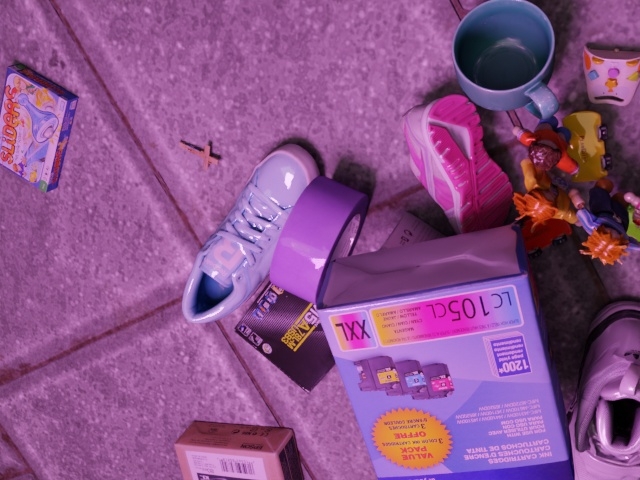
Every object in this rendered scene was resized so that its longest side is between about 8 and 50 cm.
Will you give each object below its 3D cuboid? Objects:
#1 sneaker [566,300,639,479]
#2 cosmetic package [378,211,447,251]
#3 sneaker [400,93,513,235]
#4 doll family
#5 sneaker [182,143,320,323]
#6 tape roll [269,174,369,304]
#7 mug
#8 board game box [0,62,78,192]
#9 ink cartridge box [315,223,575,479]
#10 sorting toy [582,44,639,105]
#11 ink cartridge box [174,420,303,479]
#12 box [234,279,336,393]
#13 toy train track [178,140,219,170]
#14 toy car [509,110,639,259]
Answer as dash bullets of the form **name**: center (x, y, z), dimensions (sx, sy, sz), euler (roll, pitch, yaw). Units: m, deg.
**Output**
- **sneaker**: center (0.422, 0.288, 1.050), dimensions (0.137, 0.210, 0.366), euler (9, 115, 20)
- **cosmetic package**: center (0.133, 0.087, 1.122), dimensions (0.151, 0.151, 0.184), euler (34, 119, 5)
- **sneaker**: center (0.195, -0.103, 1.053), dimensions (0.111, 0.103, 0.252), euler (31, 151, 58)
- **doll family**: center (0.337, -0.042, 0.909), dimensions (0.262, 0.163, 0.118), euler (31, 121, 8)
- **sneaker**: center (-0.121, 0.010, 1.199), dimensions (0.135, 0.150, 0.366), euler (33, 120, 6)
- **tape roll**: center (0.000, 0.000, 1.120), dimensions (0.080, 0.189, 0.189), euler (25, 119, 13)
- **mug**: center (0.243, -0.225, 0.952), dimensions (0.129, 0.097, 0.158), euler (-3, 78, 16)
- **board game box**: center (-0.537, -0.208, 1.351), dimensions (0.136, 0.035, 0.201), euler (30, 120, 9)
- **ink cartridge box**: center (0.186, 0.201, 0.988), dimensions (0.269, 0.151, 0.396), euler (-12, 116, 19)
- **sorting toy**: center (0.387, -0.214, 0.956), dimensions (0.083, 0.045, 0.075), euler (8, 134, 20)
- **ink cartridge box**: center (-0.157, 0.472, 1.449), dimensions (0.234, 0.088, 0.194), euler (-3, 109, 23)
- **box**: center (-0.036, 0.152, 1.285), dimensions (0.184, 0.045, 0.191), euler (41, 122, 5)
- **toy train track**: center (-0.208, -0.152, 1.248), dimensions (0.083, 0.014, 0.048), euler (26, 127, 18)
- **toy car**: center (0.400, -0.045, 1.010), dimensions (0.224, 0.053, 0.239), euler (26, 120, 11)
